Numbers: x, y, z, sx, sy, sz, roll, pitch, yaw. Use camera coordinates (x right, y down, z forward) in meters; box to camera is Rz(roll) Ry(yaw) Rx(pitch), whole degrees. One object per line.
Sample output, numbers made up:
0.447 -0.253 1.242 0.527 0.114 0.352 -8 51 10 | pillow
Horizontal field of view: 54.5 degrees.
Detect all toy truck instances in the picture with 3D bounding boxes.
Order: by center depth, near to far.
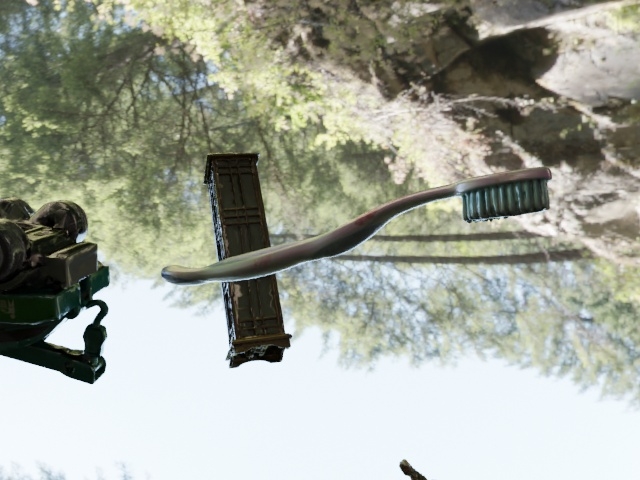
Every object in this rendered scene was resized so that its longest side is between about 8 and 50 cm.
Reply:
-0.399 0.045 0.653 0.176 0.362 0.178 -67 -18 -78 | toy truck

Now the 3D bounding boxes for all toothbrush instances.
0.000 0.000 0.366 0.021 0.269 0.027 29 -125 -48 | toothbrush

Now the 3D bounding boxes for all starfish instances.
0.281 0.675 1.637 0.238 0.071 0.216 0 -116 -41 | starfish

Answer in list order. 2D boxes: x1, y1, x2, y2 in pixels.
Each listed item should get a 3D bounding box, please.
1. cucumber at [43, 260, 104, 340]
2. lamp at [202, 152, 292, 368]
-0.396 0.098 0.933 0.187 0.058 0.058 -42 -53 2 | cucumber
-0.117 0.022 0.947 0.090 0.089 0.326 -5 -116 -17 | lamp
